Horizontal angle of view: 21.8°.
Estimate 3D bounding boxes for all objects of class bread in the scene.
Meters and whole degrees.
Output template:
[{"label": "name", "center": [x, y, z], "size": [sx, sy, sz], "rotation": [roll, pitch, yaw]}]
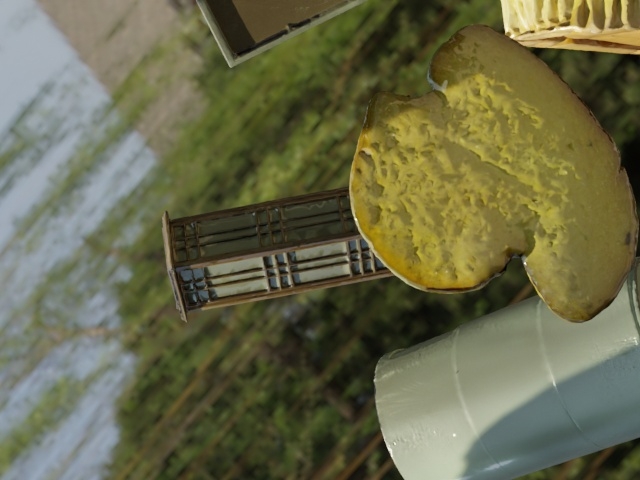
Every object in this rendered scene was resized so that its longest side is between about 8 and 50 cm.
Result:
[{"label": "bread", "center": [0.296, -0.254, 1.523], "size": [0.288, 0.156, 0.204], "rotation": [-3, 180, -28]}, {"label": "bread", "center": [0.098, -0.024, 0.973], "size": [0.188, 0.149, 0.065], "rotation": [48, 172, -16]}]

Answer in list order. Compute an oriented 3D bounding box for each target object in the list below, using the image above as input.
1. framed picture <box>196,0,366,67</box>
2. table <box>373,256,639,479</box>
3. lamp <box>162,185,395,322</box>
[{"label": "framed picture", "center": [-0.013, -0.183, 1.062], "size": [0.011, 0.149, 0.109], "rotation": [-115, -1, -46]}, {"label": "table", "center": [0.164, 0.107, 1.252], "size": [0.126, 0.220, 0.126], "rotation": [44, -147, -39]}, {"label": "lamp", "center": [0.000, 0.000, 1.759], "size": [0.089, 0.325, 0.090], "rotation": [81, 179, -46]}]
